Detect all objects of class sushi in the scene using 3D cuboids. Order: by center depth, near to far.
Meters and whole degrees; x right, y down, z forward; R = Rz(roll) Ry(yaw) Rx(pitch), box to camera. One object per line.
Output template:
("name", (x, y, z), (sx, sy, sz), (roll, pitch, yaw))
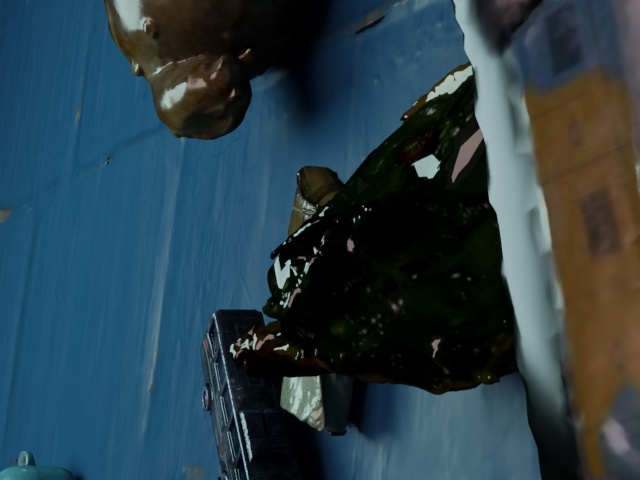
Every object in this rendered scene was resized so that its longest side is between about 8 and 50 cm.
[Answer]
("sushi", (0.065, -0.003, 0.584), (0.287, 0.140, 0.149), (-51, 32, 41))

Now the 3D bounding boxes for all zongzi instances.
("zongzi", (0.000, 0.000, 0.803), (0.076, 0.040, 0.083), (52, 128, 55))

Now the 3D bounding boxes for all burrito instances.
("burrito", (0.002, 0.063, 0.770), (0.074, 0.044, 0.118), (-174, 93, -70))

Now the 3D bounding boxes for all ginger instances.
("ginger", (-0.108, -0.244, 0.952), (0.256, 0.176, 0.375), (-47, 43, 36))

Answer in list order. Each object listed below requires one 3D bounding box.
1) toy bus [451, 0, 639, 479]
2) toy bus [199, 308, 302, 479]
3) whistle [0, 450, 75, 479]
("toy bus", (0.161, -0.004, 0.353), (0.162, 0.171, 0.386), (-27, 63, 49))
("toy bus", (-0.050, 0.124, 0.823), (0.166, 0.047, 0.065), (-107, 26, -43))
("whistle", (-0.265, 0.319, 1.109), (0.186, 0.093, 0.274), (-52, 42, 39))
